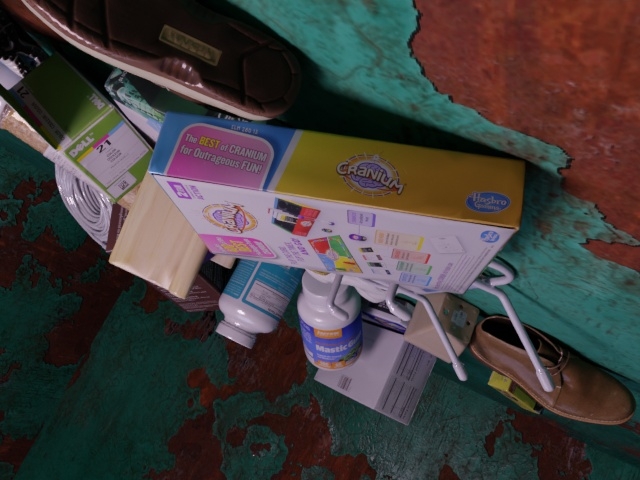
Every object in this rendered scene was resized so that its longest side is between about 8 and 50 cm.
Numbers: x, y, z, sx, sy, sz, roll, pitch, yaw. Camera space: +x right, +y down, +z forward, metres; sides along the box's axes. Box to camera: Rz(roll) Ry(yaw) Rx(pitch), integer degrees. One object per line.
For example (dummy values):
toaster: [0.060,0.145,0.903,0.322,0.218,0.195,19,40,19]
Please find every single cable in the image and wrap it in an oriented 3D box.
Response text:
cable: [-0.550,-0.116,1.403,0.257,0.089,0.257,33,135,25]

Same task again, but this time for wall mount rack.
wall mount rack: [0.188,0.120,0.891,0.304,0.130,0.350,25,164,-18]

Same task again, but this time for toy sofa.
toy sofa: [-0.170,-0.011,0.914,0.177,0.150,0.362,26,-176,-1]

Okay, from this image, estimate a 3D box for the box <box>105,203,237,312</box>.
box: [-0.311,0.013,1.272,0.143,0.191,0.381,-6,153,9]

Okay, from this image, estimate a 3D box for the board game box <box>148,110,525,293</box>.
board game box: [0.017,-0.025,0.590,0.317,0.064,0.242,9,162,5]

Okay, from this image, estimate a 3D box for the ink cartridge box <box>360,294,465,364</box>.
ink cartridge box: [0.199,0.212,1.514,0.307,0.072,0.304,33,167,-38]

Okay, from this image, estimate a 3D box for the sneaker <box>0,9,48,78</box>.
sneaker: [-0.463,-0.285,0.800,0.073,0.063,0.162,28,169,13]

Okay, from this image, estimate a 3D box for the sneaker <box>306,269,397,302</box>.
sneaker: [0.069,0.058,1.128,0.212,0.080,0.094,24,159,-22]

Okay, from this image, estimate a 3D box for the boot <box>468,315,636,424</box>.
boot: [0.414,0.230,1.014,0.306,0.112,0.115,26,158,17]

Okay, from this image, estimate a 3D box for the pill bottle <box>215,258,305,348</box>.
pill bottle: [-0.136,0.109,1.298,0.146,0.263,0.146,27,169,6]

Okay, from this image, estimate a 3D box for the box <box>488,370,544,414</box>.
box: [0.510,0.368,1.445,0.058,0.087,0.232,12,160,47]

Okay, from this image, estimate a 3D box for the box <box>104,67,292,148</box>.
box: [-0.099,-0.109,0.762,0.322,0.058,0.232,24,169,8]

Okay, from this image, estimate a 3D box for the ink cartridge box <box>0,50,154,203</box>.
ink cartridge box: [-0.352,-0.191,0.760,0.189,0.097,0.255,42,170,32]

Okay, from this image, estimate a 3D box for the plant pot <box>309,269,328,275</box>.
plant pot: [0.000,0.000,0.926,0.134,0.095,0.134,26,168,6]

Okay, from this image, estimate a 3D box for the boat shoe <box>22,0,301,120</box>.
boat shoe: [-0.145,-0.175,0.483,0.258,0.095,0.095,31,174,-19]

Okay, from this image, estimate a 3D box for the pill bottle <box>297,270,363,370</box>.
pill bottle: [0.024,0.180,1.365,0.153,0.152,0.271,22,142,25]

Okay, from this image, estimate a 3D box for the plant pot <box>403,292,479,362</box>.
plant pot: [0.239,0.156,1.081,0.109,0.108,0.096,28,156,-3]

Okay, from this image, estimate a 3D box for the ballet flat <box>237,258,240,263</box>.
ballet flat: [-0.360,-0.043,1.528,0.349,0.123,0.123,34,168,-15]

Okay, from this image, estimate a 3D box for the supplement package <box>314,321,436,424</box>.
supplement package: [0.146,0.348,1.552,0.145,0.203,0.262,33,166,-33]

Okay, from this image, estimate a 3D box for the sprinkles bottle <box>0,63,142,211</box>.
sprinkles bottle: [-0.398,-0.163,0.975,0.355,0.121,0.121,37,166,-21]
